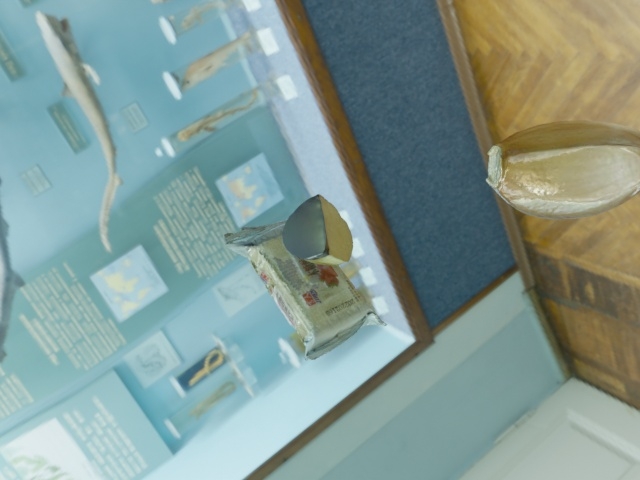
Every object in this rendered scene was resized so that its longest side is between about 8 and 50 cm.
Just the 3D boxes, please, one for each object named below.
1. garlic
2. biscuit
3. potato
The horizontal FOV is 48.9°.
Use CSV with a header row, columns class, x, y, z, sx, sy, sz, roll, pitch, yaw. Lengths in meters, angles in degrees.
class,x,y,z,sx,sy,sz,roll,pitch,yaw
garlic,0.320,-0.096,0.868,0.206,0.115,0.128,-5,137,32
biscuit,-0.032,0.077,1.314,0.309,0.186,0.079,55,147,25
potato,0.000,0.000,1.001,0.103,0.066,0.096,38,-137,-53
